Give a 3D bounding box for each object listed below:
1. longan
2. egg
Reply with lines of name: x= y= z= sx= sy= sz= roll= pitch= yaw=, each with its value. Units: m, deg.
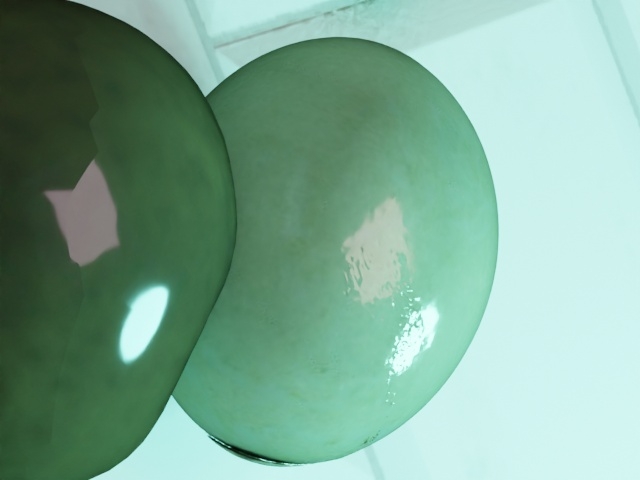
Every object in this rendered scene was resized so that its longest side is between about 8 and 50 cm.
longan: x=-0.134 y=-0.002 z=0.713 sx=0.196 sy=0.196 sz=0.220 roll=39 pitch=60 yaw=-34
egg: x=0.000 y=0.000 z=0.877 sx=0.186 sy=0.186 sz=0.253 roll=42 pitch=50 yaw=-32
